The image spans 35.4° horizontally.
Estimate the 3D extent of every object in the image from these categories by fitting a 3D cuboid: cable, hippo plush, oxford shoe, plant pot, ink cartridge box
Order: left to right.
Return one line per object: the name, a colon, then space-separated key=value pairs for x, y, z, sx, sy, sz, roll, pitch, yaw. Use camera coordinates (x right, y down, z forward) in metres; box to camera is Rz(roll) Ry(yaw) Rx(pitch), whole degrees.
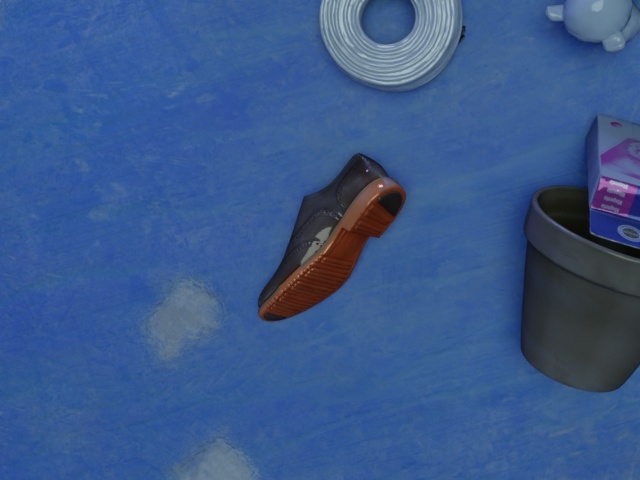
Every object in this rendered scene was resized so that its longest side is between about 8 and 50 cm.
oxford shoe: x=0.000 y=0.000 z=1.853 sx=0.364 sy=0.130 sz=0.133 roll=-47 pitch=57 yaw=14
cable: x=0.126 y=-0.398 z=1.796 sx=0.257 sy=0.089 sz=0.257 roll=38 pitch=98 yaw=5
plant pot: x=0.476 y=0.096 z=1.726 sx=0.323 sy=0.323 sz=0.281 roll=16 pitch=112 yaw=4
hippo plush: x=0.527 y=-0.430 z=1.684 sx=0.234 sy=0.294 sz=0.237 roll=27 pitch=105 yaw=24
ink cartridge box: x=0.611 y=-0.078 z=1.676 sx=0.324 sy=0.330 sz=0.071 roll=16 pitch=124 yaw=3

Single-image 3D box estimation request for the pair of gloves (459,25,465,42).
pair of gloves: x=0.219 y=-0.384 z=1.835 sx=0.074 sy=0.010 sz=0.083 roll=-44 pitch=91 yaw=7
